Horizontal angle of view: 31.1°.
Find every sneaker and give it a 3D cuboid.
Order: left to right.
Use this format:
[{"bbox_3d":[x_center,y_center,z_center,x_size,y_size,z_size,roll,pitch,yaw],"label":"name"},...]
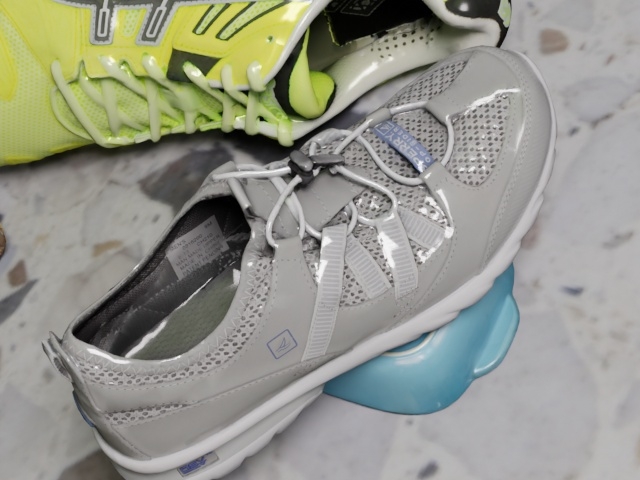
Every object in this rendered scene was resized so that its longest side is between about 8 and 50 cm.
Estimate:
[{"bbox_3d":[-0.072,-0.124,0.684,0.385,0.145,0.147,-21,50,10],"label":"sneaker"},{"bbox_3d":[0.000,0.000,0.532,0.281,0.115,0.105,-43,52,-10],"label":"sneaker"}]

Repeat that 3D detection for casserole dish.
[{"bbox_3d":[0.012,0.022,0.611,0.188,0.037,0.114,14,63,29],"label":"casserole dish"}]

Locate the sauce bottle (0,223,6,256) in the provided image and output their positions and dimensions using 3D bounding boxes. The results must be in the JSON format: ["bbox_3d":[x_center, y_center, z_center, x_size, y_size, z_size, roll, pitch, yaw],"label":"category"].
[{"bbox_3d":[-0.243,-0.032,0.754,0.042,0.042,0.128,-36,50,-5],"label":"sauce bottle"}]
